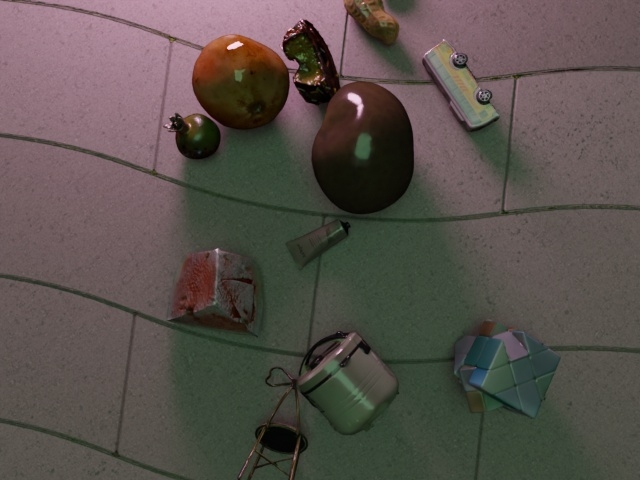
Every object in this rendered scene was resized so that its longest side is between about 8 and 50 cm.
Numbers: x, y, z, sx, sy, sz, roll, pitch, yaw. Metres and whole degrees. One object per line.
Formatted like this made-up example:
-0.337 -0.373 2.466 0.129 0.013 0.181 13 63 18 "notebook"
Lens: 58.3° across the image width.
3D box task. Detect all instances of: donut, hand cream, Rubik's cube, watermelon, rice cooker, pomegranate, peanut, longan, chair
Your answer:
-0.027 -0.476 1.556 0.096 0.216 0.230 -20 107 19 "donut"
0.000 0.000 1.606 0.186 0.054 0.087 -30 83 6 "hand cream"
0.469 0.344 1.508 0.224 0.213 0.265 33 77 -12 "Rubik's cube"
-0.293 0.140 1.526 0.262 0.201 0.212 3 78 5 "watermelon"
0.065 0.364 1.499 0.226 0.226 0.244 -44 90 -2 "rice cooker"
-0.220 -0.433 1.532 0.270 0.252 0.229 54 128 28 "pomegranate"
0.147 -0.636 1.619 0.194 0.083 0.093 43 89 4 "peanut"
-0.348 -0.284 1.573 0.130 0.159 0.129 4 101 22 "pomegranate"
0.116 -0.243 1.505 0.289 0.288 0.349 7 82 1 "longan"
-0.103 0.527 1.538 0.160 0.170 0.325 12 44 5 "chair"

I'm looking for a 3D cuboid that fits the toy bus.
0.390 -0.428 1.604 0.106 0.092 0.268 -33 87 8 "toy bus"
